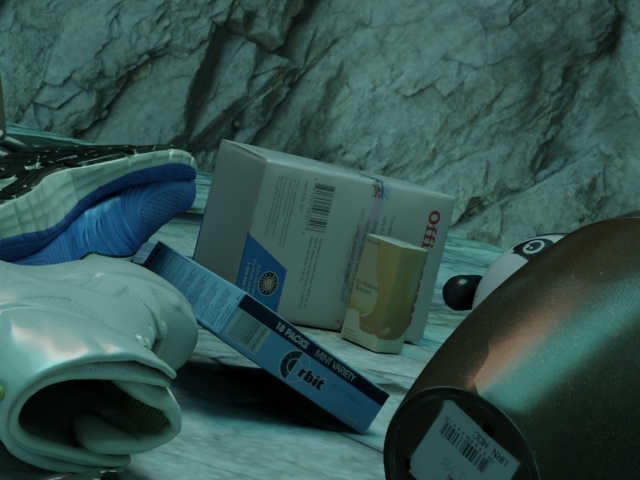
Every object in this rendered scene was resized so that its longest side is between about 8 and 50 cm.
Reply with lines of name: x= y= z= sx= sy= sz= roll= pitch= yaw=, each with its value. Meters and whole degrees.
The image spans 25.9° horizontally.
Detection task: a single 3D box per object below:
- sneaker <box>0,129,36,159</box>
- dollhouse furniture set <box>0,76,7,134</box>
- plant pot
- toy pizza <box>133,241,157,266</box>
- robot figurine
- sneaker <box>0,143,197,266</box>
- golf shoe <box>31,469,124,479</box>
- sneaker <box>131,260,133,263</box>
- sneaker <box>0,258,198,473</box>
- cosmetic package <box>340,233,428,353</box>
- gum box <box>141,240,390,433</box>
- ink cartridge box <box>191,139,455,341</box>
sneaker: x=-0.324 y=-0.027 z=1.098 sx=0.296 sy=0.147 sz=0.104 roll=14 pitch=-33 yaw=-40
dollhouse furniture set: x=-0.428 y=-0.102 z=1.319 sx=0.242 sy=0.161 sz=0.212 roll=-9 pitch=15 yaw=-23
plant pot: x=0.148 y=0.110 z=0.860 sx=0.215 sy=0.215 sz=0.230 roll=18 pitch=21 yaw=36
toy pizza: x=-0.258 y=0.010 z=1.556 sx=0.201 sy=0.032 sz=0.201 roll=13 pitch=5 yaw=-1
robot figurine: x=0.257 y=0.073 z=1.423 sx=0.209 sy=0.173 sz=0.278 roll=-31 pitch=-11 yaw=20
sneaker: x=-0.202 y=0.011 z=1.057 sx=0.130 sy=0.147 sz=0.330 roll=2 pitch=18 yaw=29
golf shoe: x=-0.138 y=0.128 z=0.436 sx=0.120 sy=0.105 sz=0.273 roll=7 pitch=4 yaw=11
sneaker: x=-0.264 y=0.024 z=1.295 sx=0.097 sy=0.084 sz=0.235 roll=-14 pitch=18 yaw=-40
sneaker: x=-0.139 y=0.088 z=0.891 sx=0.169 sy=0.108 sz=0.292 roll=34 pitch=12 yaw=29
cosmetic package: x=0.066 y=0.055 z=1.456 sx=0.041 sy=0.115 sz=0.060 roll=8 pitch=8 yaw=-43
gum box: x=-0.051 y=0.075 z=1.114 sx=0.157 sy=0.041 sz=0.184 roll=37 pitch=-5 yaw=-29
ink cartridge box: x=0.000 y=0.000 z=1.558 sx=0.233 sy=0.171 sz=0.168 roll=12 pitch=7 yaw=-23
